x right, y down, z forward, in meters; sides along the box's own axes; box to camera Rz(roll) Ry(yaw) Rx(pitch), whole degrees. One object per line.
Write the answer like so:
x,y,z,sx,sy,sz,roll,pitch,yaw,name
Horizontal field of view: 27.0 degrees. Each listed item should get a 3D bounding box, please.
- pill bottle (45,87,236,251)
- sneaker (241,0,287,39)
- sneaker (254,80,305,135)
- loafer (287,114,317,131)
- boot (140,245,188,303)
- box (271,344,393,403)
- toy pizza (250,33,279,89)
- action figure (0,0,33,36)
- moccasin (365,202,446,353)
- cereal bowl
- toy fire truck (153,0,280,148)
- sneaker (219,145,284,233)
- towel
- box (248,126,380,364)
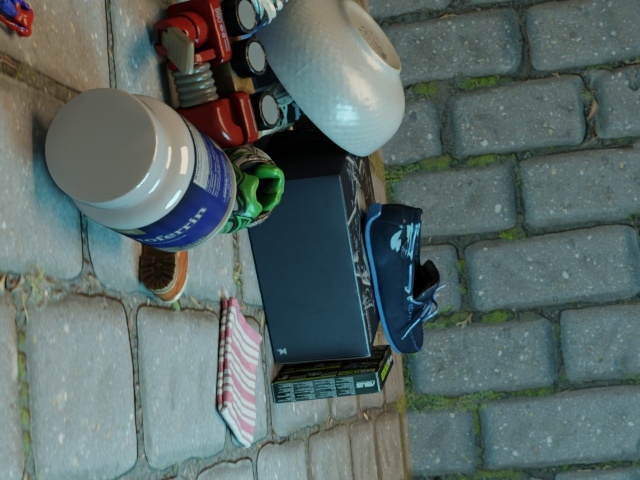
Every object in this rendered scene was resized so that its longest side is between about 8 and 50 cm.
-0.200,-0.079,1.503,0.264,0.153,0.153,35,49,-74,pill bottle
-0.059,-0.446,2.188,0.130,0.236,0.323,70,17,-49,sneaker
-0.084,-0.218,2.258,0.237,0.086,0.085,-40,132,-56,sneaker
-0.031,-0.300,2.572,0.111,0.112,0.319,-93,172,-61,loafer
-0.197,0.004,1.734,0.085,0.059,0.158,65,30,-66,boot
0.024,0.235,2.357,0.184,0.190,0.045,-56,137,-74,box
-0.113,-0.322,2.378,0.201,0.032,0.201,-6,90,-77,toy pizza
-0.313,-0.238,1.343,0.115,0.030,0.038,70,22,-66,action figure
0.160,0.081,2.396,0.342,0.116,0.138,74,16,-44,moccasin
0.038,-0.321,2.336,0.339,0.141,0.339,45,21,-23,cereal bowl
-0.165,-0.226,1.849,0.246,0.158,0.217,-30,109,-57,toy fire truck
-0.114,-0.069,1.948,0.343,0.146,0.134,-59,141,-73,sneaker
-0.124,0.203,2.046,0.144,0.029,0.197,64,22,-57,towel
0.000,0.000,2.394,0.312,0.178,0.343,-67,149,-65,box
